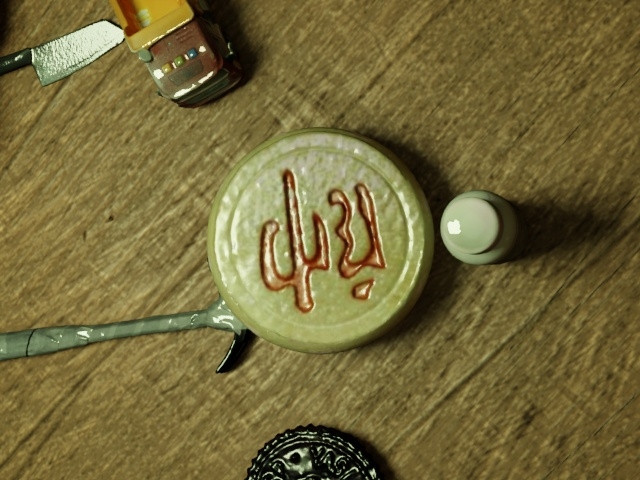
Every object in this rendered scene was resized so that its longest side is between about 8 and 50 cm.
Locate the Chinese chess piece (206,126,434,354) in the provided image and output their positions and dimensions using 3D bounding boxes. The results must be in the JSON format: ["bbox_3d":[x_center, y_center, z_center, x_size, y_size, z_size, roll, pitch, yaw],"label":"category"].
[{"bbox_3d":[0.000,0.000,1.279,0.270,0.112,0.270,0,89,4],"label":"Chinese chess piece"}]

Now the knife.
[{"bbox_3d":[-0.359,-0.243,1.443,0.230,0.028,0.060,-19,97,11],"label":"knife"}]

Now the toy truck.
[{"bbox_3d":[-0.199,-0.302,1.340,0.114,0.135,0.270,-28,82,12],"label":"toy truck"}]

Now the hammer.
[{"bbox_3d":[-0.289,0.112,1.410,0.427,0.044,0.152,-7,88,16],"label":"hammer"}]

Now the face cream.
[{"bbox_3d":[0.178,-0.013,1.168,0.082,0.269,0.082,-1,88,15],"label":"face cream"}]

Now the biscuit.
[{"bbox_3d":[-0.007,0.321,1.324,0.195,0.053,0.194,0,88,15],"label":"biscuit"}]
